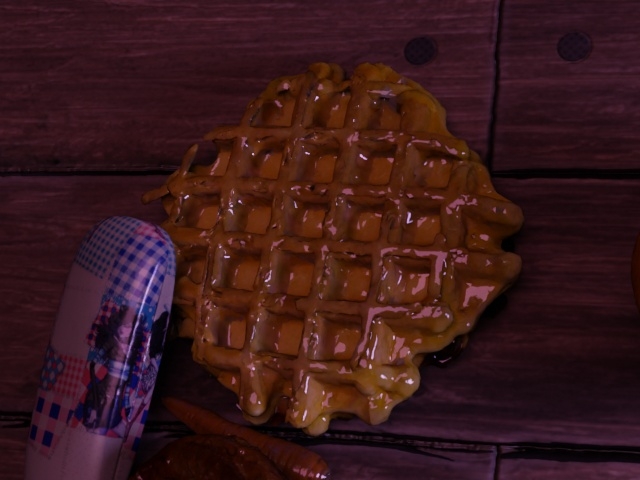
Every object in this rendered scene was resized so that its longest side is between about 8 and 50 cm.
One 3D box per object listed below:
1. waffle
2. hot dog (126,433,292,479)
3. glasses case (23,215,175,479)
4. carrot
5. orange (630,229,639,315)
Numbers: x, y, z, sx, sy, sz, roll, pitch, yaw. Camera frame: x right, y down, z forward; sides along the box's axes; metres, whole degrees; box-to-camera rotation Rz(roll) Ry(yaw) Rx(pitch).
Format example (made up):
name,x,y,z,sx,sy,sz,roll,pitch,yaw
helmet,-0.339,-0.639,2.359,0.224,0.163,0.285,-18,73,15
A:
name,x,y,z,sx,sy,sz,roll,pitch,yaw
waffle,0.000,0.000,1.508,0.379,0.095,0.382,-42,62,2
hot dog,-0.071,0.354,1.343,0.267,0.174,0.387,-48,64,6
glasses case,-0.228,0.135,1.504,0.125,0.076,0.327,9,84,40
carrot,-0.081,0.203,1.481,0.216,0.048,0.048,22,78,29
orange,0.400,0.025,1.274,0.261,0.261,0.261,-6,69,16
